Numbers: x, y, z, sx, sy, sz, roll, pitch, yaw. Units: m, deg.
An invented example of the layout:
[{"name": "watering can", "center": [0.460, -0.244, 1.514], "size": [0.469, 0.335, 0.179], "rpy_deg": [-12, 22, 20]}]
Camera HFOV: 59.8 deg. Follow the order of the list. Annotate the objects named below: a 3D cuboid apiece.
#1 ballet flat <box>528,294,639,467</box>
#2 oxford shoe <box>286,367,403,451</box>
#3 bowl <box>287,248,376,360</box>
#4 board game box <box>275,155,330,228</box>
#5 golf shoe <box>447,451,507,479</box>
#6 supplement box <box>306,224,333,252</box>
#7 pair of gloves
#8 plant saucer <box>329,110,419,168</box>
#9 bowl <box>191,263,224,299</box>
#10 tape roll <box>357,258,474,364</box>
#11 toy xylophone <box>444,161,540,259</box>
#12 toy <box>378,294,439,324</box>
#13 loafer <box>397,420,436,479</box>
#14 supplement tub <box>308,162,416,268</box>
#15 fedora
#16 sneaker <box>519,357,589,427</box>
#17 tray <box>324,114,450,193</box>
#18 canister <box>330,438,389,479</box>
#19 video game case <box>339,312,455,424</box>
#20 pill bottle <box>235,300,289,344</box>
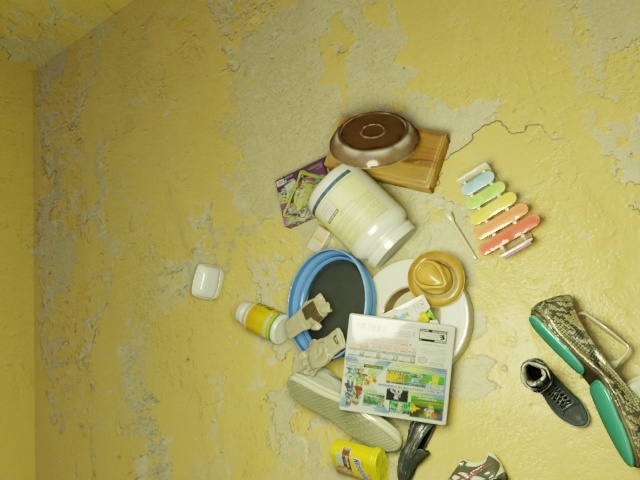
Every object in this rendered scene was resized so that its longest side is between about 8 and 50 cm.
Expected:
[{"name": "ballet flat", "center": [0.770, 0.350, 1.507], "size": [0.182, 0.164, 0.483], "rpy_deg": [-27, 62, 0]}, {"name": "oxford shoe", "center": [0.089, 0.545, 1.864], "size": [0.449, 0.130, 0.169], "rpy_deg": [23, 130, 32]}, {"name": "bowl", "center": [0.037, 0.225, 1.952], "size": [0.391, 0.077, 0.392], "rpy_deg": [-16, 67, 44]}, {"name": "board game box", "center": [-0.008, -0.203, 2.158], "size": [0.346, 0.056, 0.208], "rpy_deg": [-22, 63, 25]}, {"name": "golf shoe", "center": [0.423, 0.725, 1.653], "size": [0.272, 0.105, 0.120], "rpy_deg": [-26, 48, 18]}, {"name": "supplement box", "center": [0.000, 0.000, 2.105], "size": [0.062, 0.036, 0.098], "rpy_deg": [33, 95, 32]}, {"name": "pair of gloves", "center": [-0.016, 0.316, 1.896], "size": [0.204, 0.042, 0.240], "rpy_deg": [-45, 52, 24]}, {"name": "plant saucer", "center": [0.180, -0.357, 1.900], "size": [0.310, 0.050, 0.311], "rpy_deg": [-6, 43, 6]}, {"name": "bowl", "center": [-0.462, 0.176, 2.326], "size": [0.141, 0.053, 0.142], "rpy_deg": [8, 81, 32]}, {"name": "tape roll", "center": [0.308, 0.256, 1.839], "size": [0.391, 0.072, 0.392], "rpy_deg": [-8, 75, 29]}, {"name": "toy xylophone", "center": [0.535, -0.073, 1.780], "size": [0.236, 0.081, 0.323], "rpy_deg": [-40, 61, 17]}, {"name": "toy", "center": [0.254, 0.282, 1.780], "size": [0.237, 0.056, 0.137], "rpy_deg": [-28, 88, 12]}, {"name": "loafer", "center": [0.301, 0.657, 1.739], "size": [0.078, 0.076, 0.223], "rpy_deg": [14, 82, 40]}, {"name": "supplement tub", "center": [0.142, -0.085, 1.898], "size": [0.325, 0.235, 0.235], "rpy_deg": [46, 103, 14]}, {"name": "fedora", "center": [0.356, 0.117, 1.757], "size": [0.194, 0.079, 0.195], "rpy_deg": [-8, 74, 28]}, {"name": "sneaker", "center": [0.645, 0.425, 1.545], "size": [0.086, 0.163, 0.226], "rpy_deg": [-45, 61, 12]}, {"name": "tray", "center": [0.232, -0.314, 1.993], "size": [0.410, 0.076, 0.203], "rpy_deg": [17, 83, 26]}, {"name": "canister", "center": [0.126, 0.717, 1.809], "size": [0.169, 0.073, 0.126], "rpy_deg": [2, 119, 33]}, {"name": "video game case", "center": [0.236, 0.394, 1.721], "size": [0.328, 0.036, 0.300], "rpy_deg": [6, 86, 8]}, {"name": "pill bottle", "center": [-0.220, 0.305, 2.112], "size": [0.208, 0.117, 0.118], "rpy_deg": [18, 87, 33]}]
